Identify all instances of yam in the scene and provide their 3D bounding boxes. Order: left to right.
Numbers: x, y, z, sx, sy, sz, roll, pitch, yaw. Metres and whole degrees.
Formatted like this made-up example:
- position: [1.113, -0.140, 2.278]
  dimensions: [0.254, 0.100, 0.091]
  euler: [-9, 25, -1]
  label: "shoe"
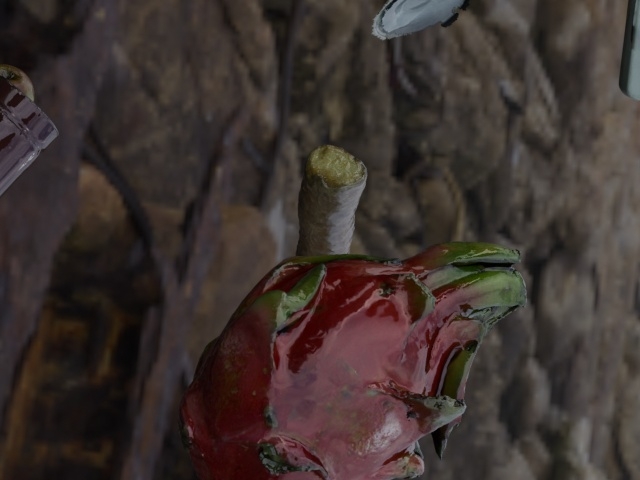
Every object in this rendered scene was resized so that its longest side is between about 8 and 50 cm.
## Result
- position: [0.000, 0.000, 1.973]
  dimensions: [0.356, 0.081, 0.081]
  euler: [104, 0, -58]
  label: "yam"

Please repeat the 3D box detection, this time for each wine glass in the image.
- position: [0.077, -0.423, 2.072]
  dimensions: [0.143, 0.143, 0.321]
  euler: [60, 7, -67]
  label: "wine glass"

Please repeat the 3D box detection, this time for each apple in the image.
- position: [-0.457, -0.211, 2.246]
  dimensions: [0.074, 0.089, 0.089]
  euler: [-53, -178, 29]
  label: "apple"

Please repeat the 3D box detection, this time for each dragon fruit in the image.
- position: [0.027, 0.107, 1.120]
  dimensions: [0.198, 0.269, 0.200]
  euler: [-139, -136, -57]
  label: "dragon fruit"

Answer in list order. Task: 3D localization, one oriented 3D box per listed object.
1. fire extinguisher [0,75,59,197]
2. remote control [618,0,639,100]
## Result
- position: [-0.391, -0.009, 1.461]
  dimensions: [0.341, 0.105, 0.141]
  euler: [-50, 175, -13]
  label: "fire extinguisher"
- position: [0.432, -0.324, 1.802]
  dimensions: [0.050, 0.145, 0.344]
  euler: [-109, -160, -70]
  label: "remote control"
